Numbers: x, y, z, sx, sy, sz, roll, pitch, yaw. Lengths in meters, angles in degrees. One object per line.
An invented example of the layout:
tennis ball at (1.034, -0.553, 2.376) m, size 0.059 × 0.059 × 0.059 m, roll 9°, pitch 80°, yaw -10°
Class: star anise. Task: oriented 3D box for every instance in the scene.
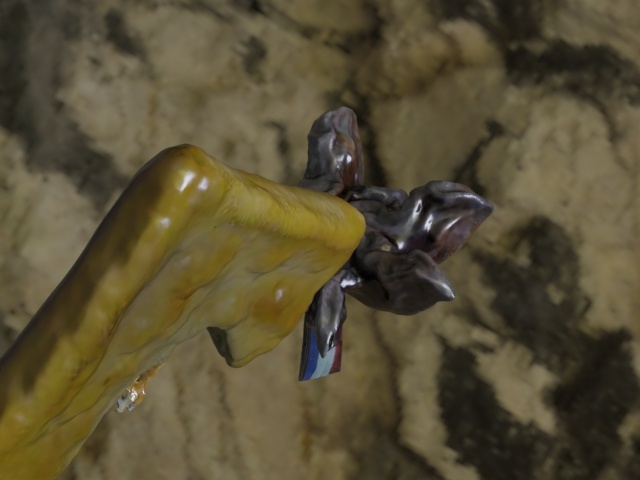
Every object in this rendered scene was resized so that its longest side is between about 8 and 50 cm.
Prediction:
star anise at (-0.001, 0.003, 1.449) m, size 0.212 × 0.129 × 0.283 m, roll -32°, pitch -144°, yaw -24°

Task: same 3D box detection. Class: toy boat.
toy boat at (0.000, 0.075, 1.867) m, size 0.229 × 0.046 × 0.080 m, roll 90°, pitch -4°, yaw -51°

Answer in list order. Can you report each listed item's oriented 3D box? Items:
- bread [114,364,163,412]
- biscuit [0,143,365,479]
bread at (-0.280, 0.137, 2.561) m, size 0.127 × 0.152 × 0.147 m, roll -49°, pitch -171°, yaw 4°
biscuit at (-0.065, 0.038, 0.795) m, size 0.039 × 0.183 × 0.174 m, roll 41°, pitch -76°, yaw 23°
